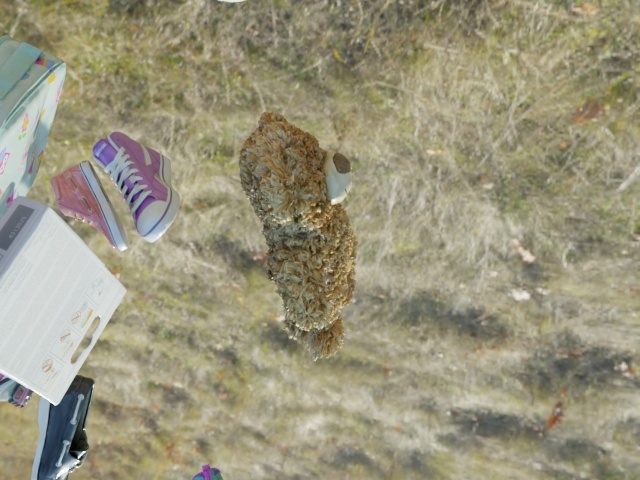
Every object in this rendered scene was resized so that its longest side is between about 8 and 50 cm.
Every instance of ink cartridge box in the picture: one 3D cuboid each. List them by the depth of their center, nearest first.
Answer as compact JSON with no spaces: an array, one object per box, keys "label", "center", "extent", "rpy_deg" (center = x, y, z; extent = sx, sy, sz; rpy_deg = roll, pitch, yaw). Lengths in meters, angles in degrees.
[{"label":"ink cartridge box","center":[-0.271,0.062,0.713],"extent":[0.045,0.145,0.179],"rpy_deg":[19,156,18]}]

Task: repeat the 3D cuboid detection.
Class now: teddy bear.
[{"label":"teddy bear","center":[0.000,0.000,0.917],"extent":[0.113,0.245,0.338],"rpy_deg":[6,122,20]}]

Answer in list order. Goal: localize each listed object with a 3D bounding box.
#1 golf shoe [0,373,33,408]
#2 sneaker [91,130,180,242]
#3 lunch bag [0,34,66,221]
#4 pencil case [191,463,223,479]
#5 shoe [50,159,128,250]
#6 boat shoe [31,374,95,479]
[{"label":"golf shoe","center":[-0.406,0.134,1.017],"extent":[0.086,0.186,0.067],"rpy_deg":[26,176,-16]},{"label":"sneaker","center":[-0.361,-0.110,1.394],"extent":[0.161,0.282,0.102],"rpy_deg":[35,105,-34]},{"label":"lunch bag","center":[-0.427,-0.137,0.960],"extent":[0.108,0.279,0.224],"rpy_deg":[18,120,-12]},{"label":"pencil case","center":[-0.197,0.507,1.412],"extent":[0.065,0.151,0.070],"rpy_deg":[-16,129,-19]},{"label":"shoe","center":[-0.420,-0.051,1.347],"extent":[0.178,0.081,0.063],"rpy_deg":[65,174,-2]},{"label":"boat shoe","center":[-0.497,0.396,1.441],"extent":[0.091,0.114,0.302],"rpy_deg":[10,112,-2]}]
